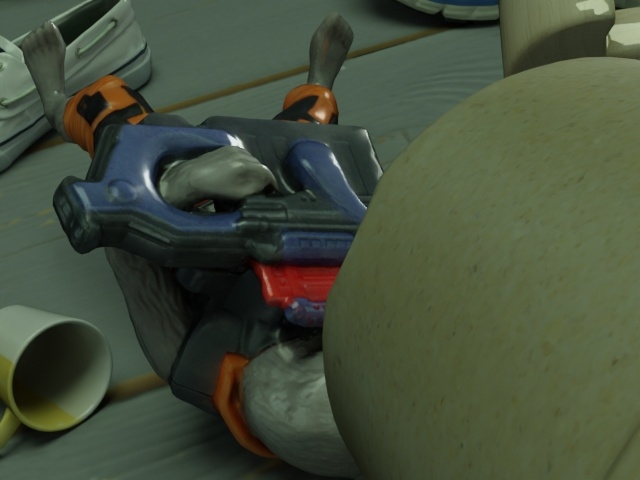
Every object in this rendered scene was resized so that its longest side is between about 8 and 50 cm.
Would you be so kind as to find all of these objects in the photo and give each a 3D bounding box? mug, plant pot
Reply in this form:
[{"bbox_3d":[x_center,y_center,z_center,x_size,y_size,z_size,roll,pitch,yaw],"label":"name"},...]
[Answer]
[{"bbox_3d":[-0.161,0.066,0.751,0.078,0.062,0.064,-28,31,-33],"label":"mug"},{"bbox_3d":[0.152,0.077,0.476,0.334,0.334,0.305,-20,27,-14],"label":"plant pot"}]

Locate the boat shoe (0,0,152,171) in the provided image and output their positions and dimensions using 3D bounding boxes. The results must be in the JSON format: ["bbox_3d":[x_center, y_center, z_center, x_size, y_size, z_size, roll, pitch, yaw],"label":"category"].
[{"bbox_3d":[-0.223,-0.111,0.990,0.083,0.076,0.226,24,48,38],"label":"boat shoe"}]

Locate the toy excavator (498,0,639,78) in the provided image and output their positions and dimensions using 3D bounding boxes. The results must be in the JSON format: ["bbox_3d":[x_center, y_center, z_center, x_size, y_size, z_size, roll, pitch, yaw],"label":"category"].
[{"bbox_3d":[0.364,-0.172,0.759,0.433,0.445,0.222,9,57,-14],"label":"toy excavator"}]

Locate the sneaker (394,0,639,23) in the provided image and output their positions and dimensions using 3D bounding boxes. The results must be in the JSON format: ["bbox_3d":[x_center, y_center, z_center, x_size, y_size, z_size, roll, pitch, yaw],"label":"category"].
[{"bbox_3d":[0.176,-0.249,1.023,0.330,0.147,0.130,1,37,16],"label":"sneaker"}]

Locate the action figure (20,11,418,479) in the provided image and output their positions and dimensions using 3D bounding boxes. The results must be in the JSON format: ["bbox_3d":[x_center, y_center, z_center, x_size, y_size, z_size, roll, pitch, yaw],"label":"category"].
[{"bbox_3d":[0.000,0.000,0.769,0.341,0.178,0.330,7,37,-24],"label":"action figure"}]
